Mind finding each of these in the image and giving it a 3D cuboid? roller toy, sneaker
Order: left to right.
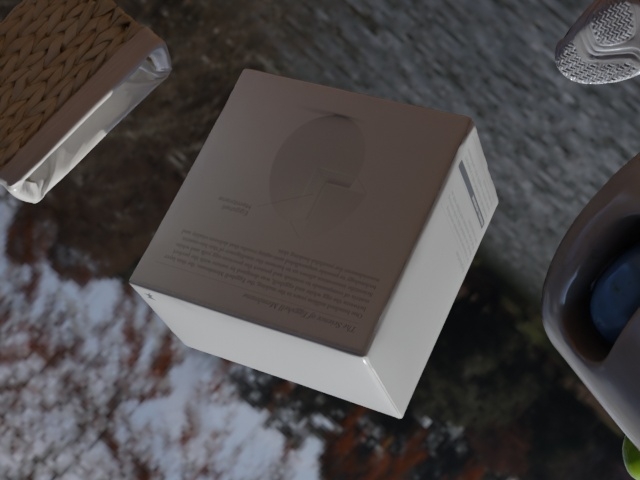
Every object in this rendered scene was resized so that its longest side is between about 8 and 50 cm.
[{"bbox_3d":[0.377,-0.290,1.481,0.101,0.268,0.153,42,-155,-21],"label":"sneaker"},{"bbox_3d":[0.225,0.024,0.703,0.146,0.209,0.191,54,180,32],"label":"roller toy"}]

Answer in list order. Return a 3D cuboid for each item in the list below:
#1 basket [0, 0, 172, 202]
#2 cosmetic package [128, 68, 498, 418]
[{"bbox_3d":[-0.213,-0.125,1.042,0.103,0.167,0.113,45,175,1],"label":"basket"},{"bbox_3d":[0.000,0.000,1.116,0.224,0.224,0.138,16,156,26],"label":"cosmetic package"}]
